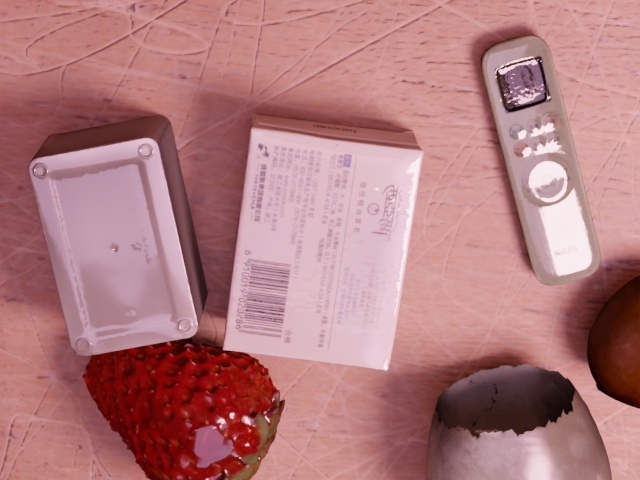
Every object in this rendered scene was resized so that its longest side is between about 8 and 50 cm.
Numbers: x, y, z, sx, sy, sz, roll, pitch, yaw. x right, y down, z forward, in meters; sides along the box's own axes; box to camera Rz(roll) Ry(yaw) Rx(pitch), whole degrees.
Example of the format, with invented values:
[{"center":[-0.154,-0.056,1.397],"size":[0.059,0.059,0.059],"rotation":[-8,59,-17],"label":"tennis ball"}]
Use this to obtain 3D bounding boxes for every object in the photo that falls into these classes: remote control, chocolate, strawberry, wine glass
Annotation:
[{"center":[0.267,-0.095,1.605],"size":[0.090,0.038,0.309],"rotation":[-15,105,2],"label":"remote control"},{"center":[0.412,0.122,1.608],"size":[0.177,0.177,0.176],"rotation":[0,105,-1],"label":"chocolate"},{"center":[-0.173,0.202,1.613],"size":[0.244,0.205,0.205],"rotation":[31,103,8],"label":"strawberry"},{"center":[0.244,0.329,1.624],"size":[0.238,0.238,0.322],"rotation":[-12,108,2],"label":"wine glass"}]

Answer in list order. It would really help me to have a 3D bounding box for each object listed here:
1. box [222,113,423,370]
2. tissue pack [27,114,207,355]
[{"center":[0.000,0.000,1.582],"size":[0.203,0.116,0.274],"rotation":[6,104,-4],"label":"box"},{"center":[-0.235,-0.007,1.566],"size":[0.160,0.136,0.246],"rotation":[-10,105,1],"label":"tissue pack"}]
